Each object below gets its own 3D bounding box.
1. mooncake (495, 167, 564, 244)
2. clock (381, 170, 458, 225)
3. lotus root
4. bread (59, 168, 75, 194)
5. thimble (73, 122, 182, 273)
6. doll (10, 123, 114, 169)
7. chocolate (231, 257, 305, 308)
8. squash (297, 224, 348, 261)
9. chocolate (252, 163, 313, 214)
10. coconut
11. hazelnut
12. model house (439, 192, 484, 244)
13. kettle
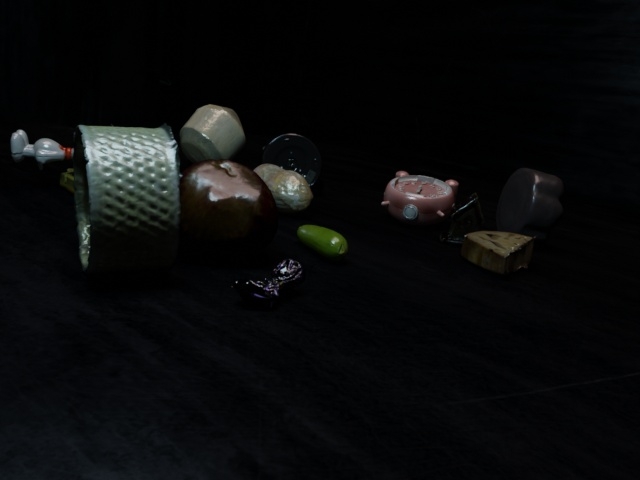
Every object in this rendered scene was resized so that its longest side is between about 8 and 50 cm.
[{"bbox_3d":[0.642,-0.104,1.698,0.133,0.245,0.245,12,15,-1],"label":"mooncake"},{"bbox_3d":[0.313,-0.116,1.774,0.227,0.143,0.241,12,25,17],"label":"clock"},{"bbox_3d":[0.450,0.025,1.410,0.170,0.075,0.260,20,20,39],"label":"lotus root"},{"bbox_3d":[-0.680,-0.165,1.561,0.088,0.049,0.226,-6,20,-43],"label":"bread"},{"bbox_3d":[-0.350,-0.076,0.984,0.149,0.271,0.270,-3,18,-29],"label":"thimble"},{"bbox_3d":[-0.696,-0.262,1.546,0.271,0.144,0.208,12,23,1],"label":"doll"},{"bbox_3d":[-0.088,0.081,0.968,0.072,0.070,0.147,27,32,24],"label":"chocolate"},{"bbox_3d":[0.000,0.000,1.285,0.066,0.067,0.201,0,14,-29],"label":"squash"},{"bbox_3d":[-0.129,-0.160,1.679,0.134,0.134,0.309,-1,18,-32],"label":"chocolate"},{"bbox_3d":[-0.424,-0.423,2.213,0.237,0.237,0.266,21,64,40],"label":"coconut"},{"bbox_3d":[-0.208,-0.050,1.154,0.233,0.218,0.218,31,20,11],"label":"hazelnut"},{"bbox_3d":[0.416,-0.067,1.595,0.106,0.152,0.165,16,17,4],"label":"model house"},{"bbox_3d":[-0.099,-0.266,2.038,0.268,0.207,0.290,35,0,-13],"label":"kettle"}]
